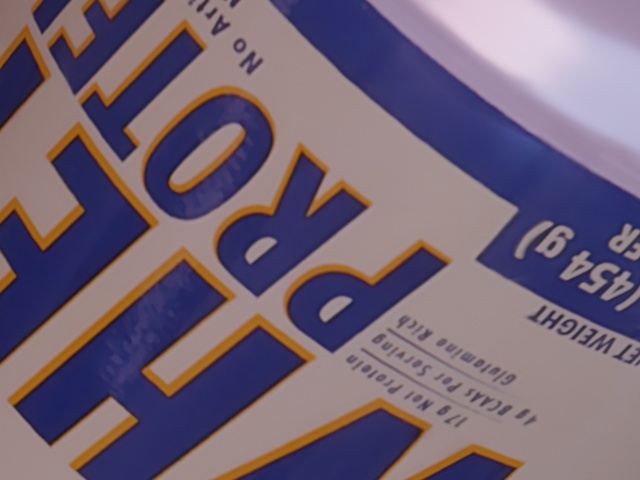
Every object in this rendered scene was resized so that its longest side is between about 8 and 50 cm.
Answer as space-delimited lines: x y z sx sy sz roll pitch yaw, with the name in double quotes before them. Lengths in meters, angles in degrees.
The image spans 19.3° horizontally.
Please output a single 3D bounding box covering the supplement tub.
"supplement tub" 0.000 0.000 0.482 0.235 0.235 0.325 24 128 -19
